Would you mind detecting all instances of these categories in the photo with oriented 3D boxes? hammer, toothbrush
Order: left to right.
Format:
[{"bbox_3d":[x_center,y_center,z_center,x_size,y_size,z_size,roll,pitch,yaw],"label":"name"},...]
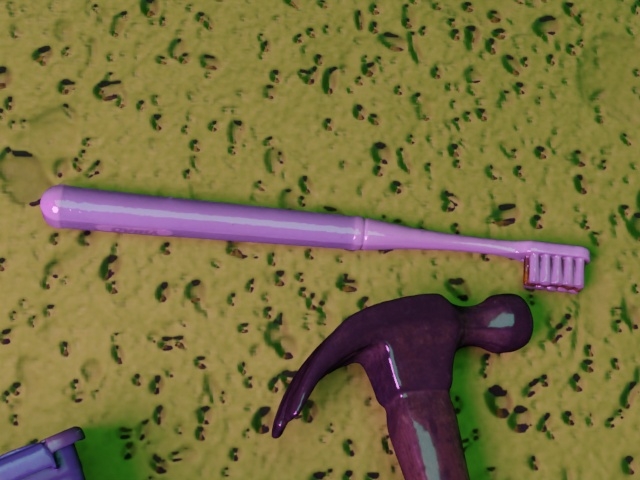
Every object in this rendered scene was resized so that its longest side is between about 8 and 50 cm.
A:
[{"bbox_3d":[0.000,-0.002,0.800,0.342,0.025,0.030,8,69,-5],"label":"toothbrush"},{"bbox_3d":[0.096,0.232,0.677,0.168,0.044,0.440,-6,65,-22],"label":"hammer"}]

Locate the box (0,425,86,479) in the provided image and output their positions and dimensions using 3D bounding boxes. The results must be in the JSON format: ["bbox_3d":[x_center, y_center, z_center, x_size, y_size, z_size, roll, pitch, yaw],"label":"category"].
[{"bbox_3d":[-0.154,0.137,0.683,0.074,0.099,0.054,-20,86,-16],"label":"box"}]
